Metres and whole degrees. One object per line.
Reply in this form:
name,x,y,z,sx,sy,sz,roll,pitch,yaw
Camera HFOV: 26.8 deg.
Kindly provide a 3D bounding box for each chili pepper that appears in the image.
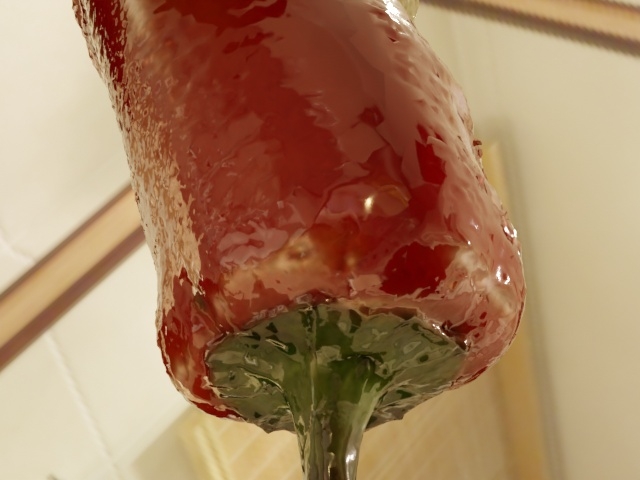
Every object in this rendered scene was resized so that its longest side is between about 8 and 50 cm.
chili pepper,0.002,-0.004,0.456,0.135,0.131,0.338,89,-15,-45

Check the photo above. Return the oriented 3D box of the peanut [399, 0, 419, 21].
peanut,0.076,-0.330,1.786,0.141,0.109,0.159,60,0,-7
